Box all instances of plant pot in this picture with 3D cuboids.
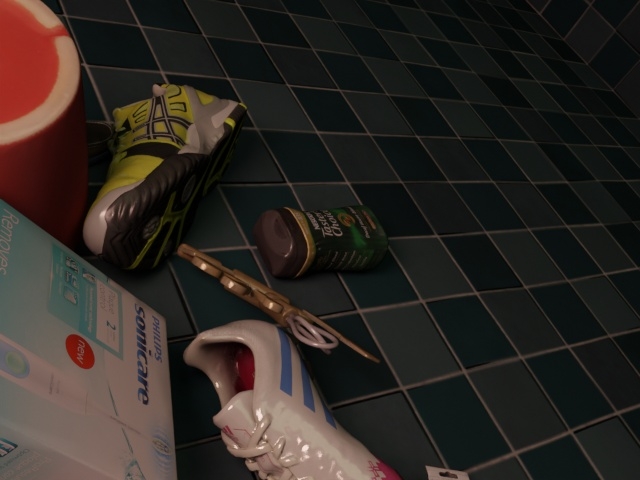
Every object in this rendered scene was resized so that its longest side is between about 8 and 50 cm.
[{"bbox_3d":[-0.347,-0.106,0.684,0.275,0.243,0.274,13,58,-21],"label":"plant pot"}]

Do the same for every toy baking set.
[{"bbox_3d":[-0.057,0.079,0.826,0.256,0.030,0.197,30,-1,-9],"label":"toy baking set"}]

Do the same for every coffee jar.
[{"bbox_3d":[0.000,0.000,0.992,0.184,0.079,0.096,-4,52,-37],"label":"coffee jar"}]

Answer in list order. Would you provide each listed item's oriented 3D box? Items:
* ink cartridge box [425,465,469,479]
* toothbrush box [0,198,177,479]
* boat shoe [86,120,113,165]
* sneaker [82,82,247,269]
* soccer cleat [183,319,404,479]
[{"bbox_3d":[0.148,0.319,0.805,0.063,0.029,0.115,16,41,-20],"label":"ink cartridge box"},{"bbox_3d":[-0.257,0.096,0.555,0.295,0.126,0.216,48,15,-38],"label":"toothbrush box"},{"bbox_3d":[-0.339,-0.133,0.902,0.183,0.066,0.066,-19,63,-44],"label":"boat shoe"},{"bbox_3d":[-0.218,-0.093,0.910,0.147,0.145,0.384,22,30,-1],"label":"sneaker"},{"bbox_3d":[-0.030,0.216,0.714,0.143,0.116,0.331,8,35,-51],"label":"soccer cleat"}]
